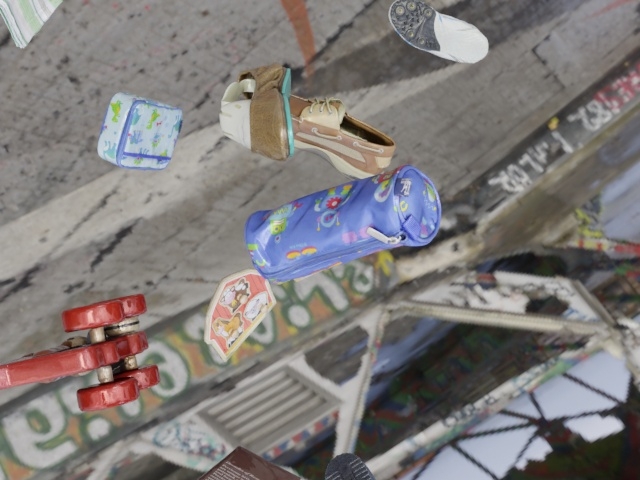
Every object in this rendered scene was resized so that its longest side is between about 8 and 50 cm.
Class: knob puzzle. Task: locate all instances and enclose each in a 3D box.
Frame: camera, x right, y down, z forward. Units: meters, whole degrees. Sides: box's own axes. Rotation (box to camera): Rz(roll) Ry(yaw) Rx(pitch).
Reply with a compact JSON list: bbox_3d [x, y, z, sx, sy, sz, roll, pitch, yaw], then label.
[{"bbox_3d":[-0.162,0.139,1.689,0.213,0.030,0.213,-35,140,-36],"label":"knob puzzle"}]

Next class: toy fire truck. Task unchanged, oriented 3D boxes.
[{"bbox_3d":[-0.428,0.200,1.436,0.254,0.169,0.302,-11,180,5],"label":"toy fire truck"}]

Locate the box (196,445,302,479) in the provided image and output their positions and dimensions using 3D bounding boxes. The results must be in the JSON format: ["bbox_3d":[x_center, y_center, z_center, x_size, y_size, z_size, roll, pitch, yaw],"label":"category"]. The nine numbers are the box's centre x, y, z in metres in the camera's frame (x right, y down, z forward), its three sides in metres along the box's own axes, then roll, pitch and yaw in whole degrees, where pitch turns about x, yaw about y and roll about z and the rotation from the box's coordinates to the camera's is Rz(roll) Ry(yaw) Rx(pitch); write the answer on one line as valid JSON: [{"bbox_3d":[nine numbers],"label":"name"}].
[{"bbox_3d":[-0.170,0.471,1.265,0.191,0.143,0.381,-67,165,9],"label":"box"}]

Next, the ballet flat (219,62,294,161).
[{"bbox_3d":[-0.110,-0.225,1.440,0.124,0.342,0.116,0,122,-3],"label":"ballet flat"}]

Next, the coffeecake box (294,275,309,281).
[{"bbox_3d":[0.000,0.000,2.034,0.185,0.068,0.142,-54,-166,-31],"label":"coffeecake box"}]

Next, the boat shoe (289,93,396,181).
[{"bbox_3d":[0.011,-0.242,1.727,0.120,0.324,0.122,-53,-164,37],"label":"boat shoe"}]

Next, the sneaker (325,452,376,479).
[{"bbox_3d":[0.111,0.576,1.644,0.112,0.319,0.131,-25,138,5],"label":"sneaker"}]

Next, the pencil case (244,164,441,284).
[{"bbox_3d":[0.028,-0.018,1.239,0.306,0.119,0.133,-16,-145,32],"label":"pencil case"}]

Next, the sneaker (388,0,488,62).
[{"bbox_3d":[0.223,-0.408,1.636,0.237,0.086,0.085,15,103,-32],"label":"sneaker"}]

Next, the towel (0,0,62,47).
[{"bbox_3d":[-0.553,-0.457,1.601,0.113,0.023,0.152,80,28,-51],"label":"towel"}]

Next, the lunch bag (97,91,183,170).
[{"bbox_3d":[-0.427,-0.253,1.997,0.219,0.090,0.176,-1,112,-68],"label":"lunch bag"}]
